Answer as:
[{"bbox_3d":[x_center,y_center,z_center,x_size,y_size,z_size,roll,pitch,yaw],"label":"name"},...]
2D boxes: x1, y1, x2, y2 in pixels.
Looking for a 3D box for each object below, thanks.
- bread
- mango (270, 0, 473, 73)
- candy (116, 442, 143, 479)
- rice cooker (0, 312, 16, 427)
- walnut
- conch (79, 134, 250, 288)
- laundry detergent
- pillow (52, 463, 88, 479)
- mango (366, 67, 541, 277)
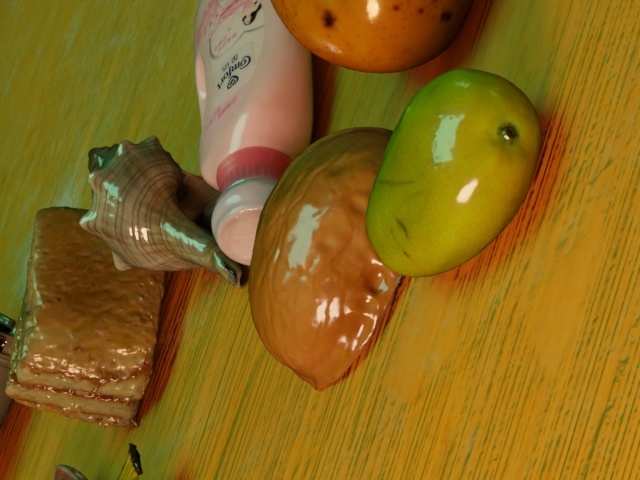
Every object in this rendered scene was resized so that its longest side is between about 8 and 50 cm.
[{"bbox_3d":[-0.219,0.067,1.592,0.102,0.138,0.196,103,174,-58],"label":"bread"},{"bbox_3d":[0.042,-0.270,1.310,0.160,0.191,0.290,-20,46,49],"label":"mango"},{"bbox_3d":[-0.158,0.311,1.332,0.187,0.081,0.297,-62,25,15],"label":"candy"},{"bbox_3d":[-0.463,0.163,1.892,0.280,0.241,0.227,23,86,36],"label":"rice cooker"},{"bbox_3d":[-0.002,0.001,1.277,0.167,0.087,0.211,-3,66,59],"label":"walnut"},{"bbox_3d":[-0.138,-0.019,1.542,0.137,0.234,0.114,-35,-24,-48],"label":"conch"},{"bbox_3d":[-0.061,-0.119,1.496,0.159,0.088,0.335,-52,28,38],"label":"laundry detergent"},{"bbox_3d":[-0.255,0.331,1.561,0.126,0.043,0.232,25,93,65],"label":"pillow"},{"bbox_3d":[0.090,-0.040,1.138,0.117,0.089,0.163,-113,38,-48],"label":"mango"}]
